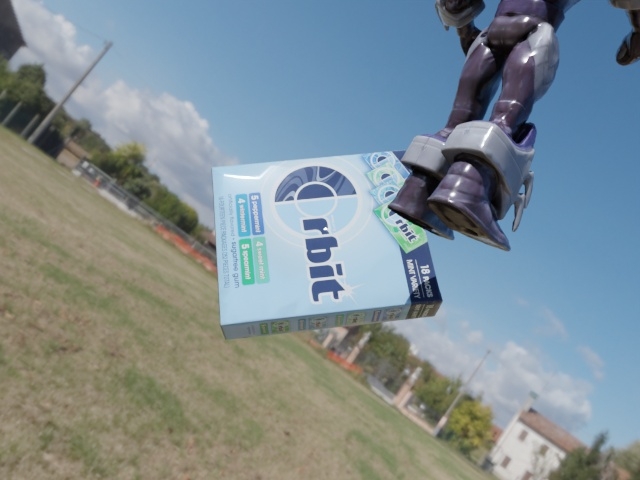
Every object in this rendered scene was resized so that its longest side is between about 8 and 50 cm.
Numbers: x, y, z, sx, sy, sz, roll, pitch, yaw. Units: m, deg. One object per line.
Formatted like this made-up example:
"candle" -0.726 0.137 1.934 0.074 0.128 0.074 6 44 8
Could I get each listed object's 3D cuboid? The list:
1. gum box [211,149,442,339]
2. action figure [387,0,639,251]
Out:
"gum box" 0.000 0.000 0.547 0.041 0.185 0.156 92 -10 -62
"action figure" 0.141 -0.138 0.439 0.099 0.285 0.185 24 -1 -34
